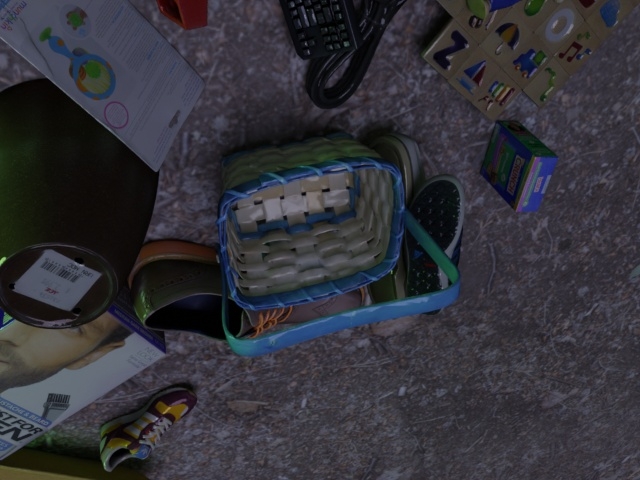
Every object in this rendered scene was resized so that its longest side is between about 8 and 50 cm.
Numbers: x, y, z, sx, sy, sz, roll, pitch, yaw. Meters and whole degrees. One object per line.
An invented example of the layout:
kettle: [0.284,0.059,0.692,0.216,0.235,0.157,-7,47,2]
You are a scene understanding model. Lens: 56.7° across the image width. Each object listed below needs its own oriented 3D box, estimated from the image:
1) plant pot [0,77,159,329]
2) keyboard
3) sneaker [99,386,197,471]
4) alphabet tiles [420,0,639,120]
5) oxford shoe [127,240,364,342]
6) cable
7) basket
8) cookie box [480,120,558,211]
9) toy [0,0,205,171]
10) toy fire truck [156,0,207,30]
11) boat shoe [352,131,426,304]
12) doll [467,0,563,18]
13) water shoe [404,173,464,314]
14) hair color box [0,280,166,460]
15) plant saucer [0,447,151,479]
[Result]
plant pot: [-0.273,-0.025,0.628,0.215,0.230,0.215,-10,129,-13]
keyboard: [-0.003,-0.283,0.615,0.108,0.023,0.180,-7,125,20]
sneaker: [-0.286,0.321,1.000,0.185,0.084,0.069,-31,131,6]
alphabet tiles: [0.286,-0.319,0.723,0.285,0.011,0.342,25,113,-40]
oxford shoe: [-0.091,0.096,0.858,0.364,0.132,0.130,5,125,-24]
cable: [0.065,-0.287,0.680,0.139,0.072,0.287,-12,145,-33]
basket: [0.000,0.000,0.709,0.255,0.289,0.201,-11,125,-8]
cookie box: [0.281,-0.107,0.849,0.040,0.107,0.091,-5,128,-17]
toy: [-0.236,-0.193,0.604,0.056,0.136,0.237,-2,145,36]
toy fire truck: [-0.088,-0.299,0.526,0.135,0.047,0.192,-31,146,-32]
boat shoe: [0.122,-0.027,0.867,0.103,0.113,0.302,-27,133,-26]
doll: [0.255,-0.323,0.662,0.189,0.046,0.129,-26,136,-5]
water shoe: [0.154,0.000,0.795,0.073,0.080,0.203,16,119,21]
hair color box: [-0.407,0.166,0.817,0.339,0.110,0.185,-34,130,6]
plant saucer: [-0.508,0.480,1.050,0.333,0.081,0.332,28,114,-35]
